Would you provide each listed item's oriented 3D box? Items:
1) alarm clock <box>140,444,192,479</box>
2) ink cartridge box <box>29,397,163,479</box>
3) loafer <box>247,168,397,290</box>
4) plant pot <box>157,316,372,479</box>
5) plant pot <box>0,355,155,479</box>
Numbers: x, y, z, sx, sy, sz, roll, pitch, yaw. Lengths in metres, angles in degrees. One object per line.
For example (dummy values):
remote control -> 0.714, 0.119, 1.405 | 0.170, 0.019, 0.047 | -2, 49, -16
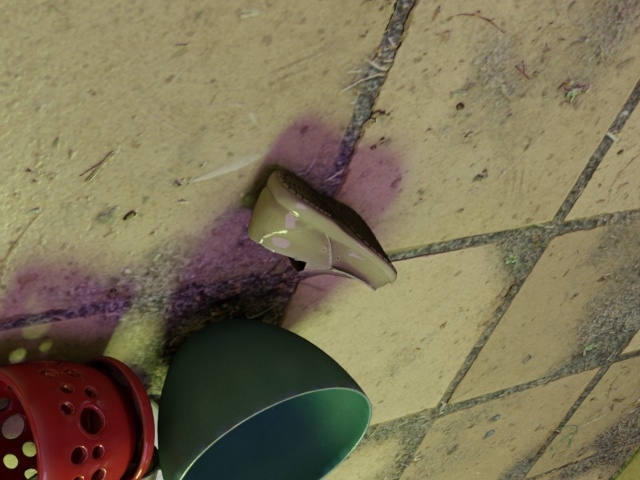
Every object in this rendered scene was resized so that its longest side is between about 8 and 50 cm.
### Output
alarm clock -> -0.269, 0.312, 1.385 | 0.192, 0.129, 0.064 | 5, 111, -23
ink cartridge box -> -0.289, 0.408, 1.526 | 0.304, 0.072, 0.307 | -34, 114, 1
loafer -> 0.000, 0.000, 1.279 | 0.092, 0.102, 0.268 | -41, 137, 13
plant pot -> -0.103, 0.219, 1.371 | 0.290, 0.195, 0.290 | -23, 146, -17
plant pot -> -0.312, 0.237, 1.229 | 0.174, 0.191, 0.191 | -5, 137, -46
